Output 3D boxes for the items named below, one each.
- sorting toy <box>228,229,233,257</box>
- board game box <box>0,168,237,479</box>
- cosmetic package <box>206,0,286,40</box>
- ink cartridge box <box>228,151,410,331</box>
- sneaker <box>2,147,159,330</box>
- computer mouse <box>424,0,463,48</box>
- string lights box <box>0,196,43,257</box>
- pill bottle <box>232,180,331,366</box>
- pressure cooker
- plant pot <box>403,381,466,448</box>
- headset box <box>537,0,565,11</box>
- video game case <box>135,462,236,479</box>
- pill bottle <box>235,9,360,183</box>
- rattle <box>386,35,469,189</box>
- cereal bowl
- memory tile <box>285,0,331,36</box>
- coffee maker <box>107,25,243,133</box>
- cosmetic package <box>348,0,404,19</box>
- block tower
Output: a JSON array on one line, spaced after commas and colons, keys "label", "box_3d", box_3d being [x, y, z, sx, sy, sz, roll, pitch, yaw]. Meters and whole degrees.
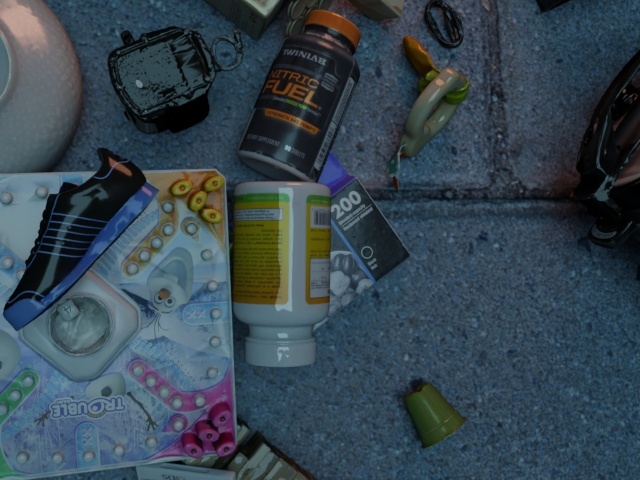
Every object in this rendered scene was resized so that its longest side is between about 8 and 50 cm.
[{"label": "sorting toy", "box_3d": [-0.257, 0.017, 1.027, 0.274, 0.046, 0.132, 5, 87, -11]}, {"label": "board game box", "box_3d": [-0.304, 0.108, 0.893, 0.389, 0.050, 0.390, -3, 93, -15]}, {"label": "cosmetic package", "box_3d": [-0.165, -0.463, 1.034, 0.309, 0.113, 0.160, 36, 82, -9]}, {"label": "ink cartridge box", "box_3d": [0.000, 0.000, 1.081, 0.206, 0.045, 0.208, -37, 94, -9]}, {"label": "sneaker", "box_3d": [-0.298, -0.005, 0.826, 0.090, 0.081, 0.232, 43, 75, -10]}, {"label": "computer mouse", "box_3d": [0.185, -0.431, 1.144, 0.071, 0.041, 0.242, -14, 97, -3]}, {"label": "string lights box", "box_3d": [-0.483, 0.017, 0.937, 0.259, 0.133, 0.077, -29, 96, -11]}, {"label": "pill bottle", "box_3d": [-0.054, 0.045, 0.978, 0.136, 0.136, 0.246, 1, 89, -11]}, {"label": "pressure cooker", "box_3d": [0.602, -0.118, 1.050, 0.420, 0.375, 0.370, 39, 50, -7]}, {"label": "plant pot", "box_3d": [0.170, 0.266, 1.093, 0.083, 0.083, 0.079, -33, 82, -11]}, {"label": "headset box", "box_3d": [0.439, -0.546, 1.148, 0.246, 0.131, 0.283, -26, 94, -11]}, {"label": "video game case", "box_3d": [-0.179, 0.380, 0.983, 0.143, 0.019, 0.157, 2, 114, 14]}, {"label": "pill bottle", "box_3d": [-0.023, -0.212, 1.042, 0.130, 0.130, 0.246, 23, 83, -10]}, {"label": "rattle", "box_3d": [0.127, -0.201, 1.105, 0.142, 0.130, 0.200, 38, 108, 3]}, {"label": "cereal bowl", "box_3d": [-0.481, -0.213, 0.917, 0.338, 0.141, 0.339, 1, 88, -22]}, {"label": "memory tile", "box_3d": [-0.013, -0.376, 1.036, 0.012, 0.148, 0.113, 34, 61, 13]}, {"label": "coffee maker", "box_3d": [-0.197, -0.216, 0.982, 0.171, 0.178, 0.120, -1, 90, -9]}, {"label": "cosmetic package", "box_3d": [0.075, -0.380, 1.074, 0.115, 0.060, 0.041, 16, 85, -51]}, {"label": "block tower", "box_3d": [-0.130, 0.307, 1.019, 0.335, 0.097, 0.091, 41, 81, -5]}]
